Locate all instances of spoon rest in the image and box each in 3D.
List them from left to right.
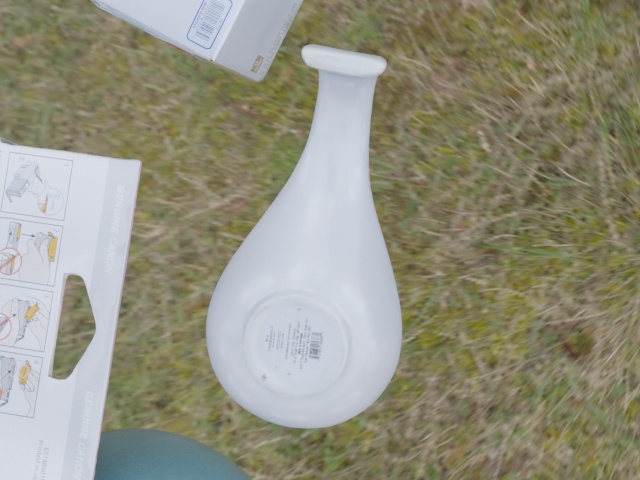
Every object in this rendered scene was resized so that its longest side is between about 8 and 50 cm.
[{"bbox_3d":[0.000,0.000,1.074,0.137,0.084,0.276,12,109,5],"label":"spoon rest"}]

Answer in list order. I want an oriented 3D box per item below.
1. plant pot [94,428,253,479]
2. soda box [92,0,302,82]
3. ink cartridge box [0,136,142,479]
[{"bbox_3d":[-0.139,0.311,1.356,0.290,0.195,0.290,2,85,-20],"label":"plant pot"},{"bbox_3d":[-0.016,-0.183,0.705,0.069,0.074,0.216,29,95,14],"label":"soda box"},{"bbox_3d":[-0.291,0.060,1.334,0.261,0.066,0.296,9,88,7],"label":"ink cartridge box"}]
